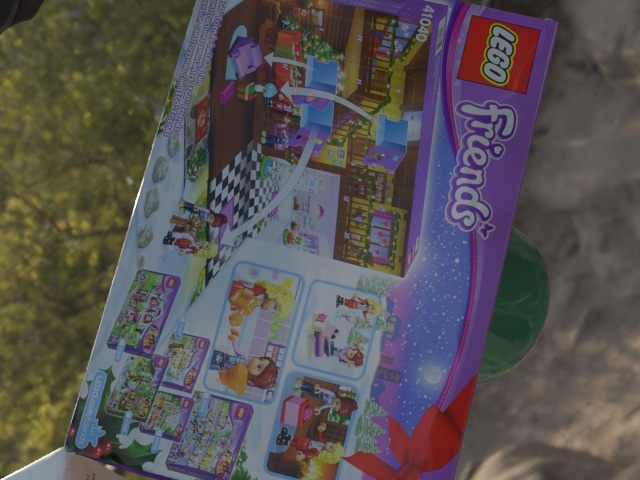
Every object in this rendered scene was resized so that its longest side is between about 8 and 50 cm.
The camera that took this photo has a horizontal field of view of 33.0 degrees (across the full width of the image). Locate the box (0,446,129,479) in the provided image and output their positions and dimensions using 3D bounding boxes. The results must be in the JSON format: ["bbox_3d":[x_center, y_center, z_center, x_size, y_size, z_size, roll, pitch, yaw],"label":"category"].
[{"bbox_3d":[-0.151,0.265,0.708,0.119,0.182,0.181,-29,43,21],"label":"box"}]

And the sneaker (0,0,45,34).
[{"bbox_3d":[-0.343,-0.313,1.068,0.086,0.226,0.163,7,1,39],"label":"sneaker"}]

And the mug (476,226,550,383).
[{"bbox_3d":[0.099,0.045,0.823,0.158,0.097,0.129,-13,61,52],"label":"mug"}]

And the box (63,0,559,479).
[{"bbox_3d":[0.000,0.000,0.598,0.057,0.201,0.293,74,-149,-78],"label":"box"}]
